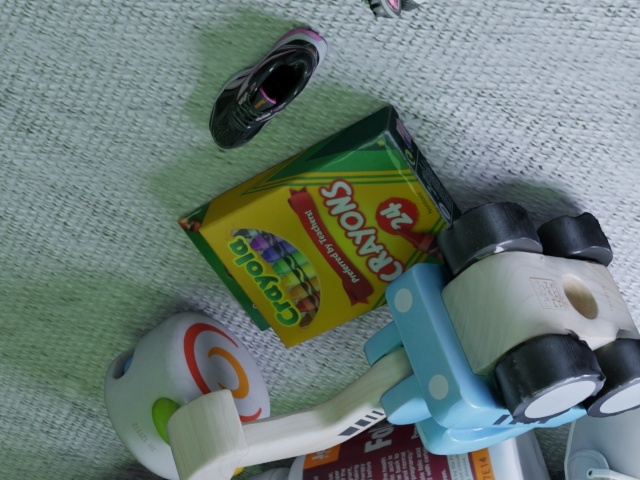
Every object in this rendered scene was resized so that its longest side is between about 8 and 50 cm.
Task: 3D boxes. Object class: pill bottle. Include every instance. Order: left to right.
[{"bbox_3d":[0.093,0.354,1.582,0.392,0.224,0.224,-19,116,17],"label":"pill bottle"}]

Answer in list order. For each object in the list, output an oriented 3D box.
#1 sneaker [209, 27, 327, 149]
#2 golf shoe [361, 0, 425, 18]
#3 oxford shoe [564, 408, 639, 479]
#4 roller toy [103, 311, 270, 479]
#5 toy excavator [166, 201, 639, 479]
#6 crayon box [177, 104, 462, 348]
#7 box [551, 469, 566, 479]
[{"bbox_3d":[-0.069,-0.168,1.385,0.072,0.077,0.178,37,119,-12],"label":"sneaker"},{"bbox_3d":[0.057,-0.368,1.254,0.120,0.105,0.273,-25,121,3],"label":"golf shoe"},{"bbox_3d":[0.366,0.337,1.444,0.169,0.449,0.130,13,161,7],"label":"oxford shoe"},{"bbox_3d":[-0.172,0.203,1.551,0.146,0.191,0.209,-36,149,23],"label":"roller toy"},{"bbox_3d":[0.104,0.166,1.385,0.433,0.222,0.445,7,142,-43],"label":"toy excavator"},{"bbox_3d":[0.000,0.000,1.472,0.318,0.081,0.202,-27,113,22],"label":"crayon box"},{"bbox_3d":[0.339,0.442,1.696,0.183,0.056,0.231,35,117,-12],"label":"box"}]
